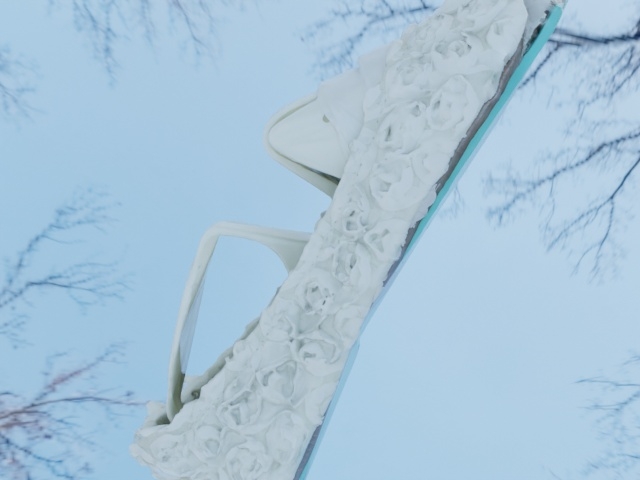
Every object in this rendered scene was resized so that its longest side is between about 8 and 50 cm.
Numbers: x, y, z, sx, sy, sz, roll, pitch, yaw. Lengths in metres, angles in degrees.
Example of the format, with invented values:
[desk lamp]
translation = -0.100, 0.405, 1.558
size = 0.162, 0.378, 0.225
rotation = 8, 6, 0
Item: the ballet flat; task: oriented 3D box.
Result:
[ballet flat]
translation = 0.000, 0.000, 0.790
size = 0.147, 0.147, 0.409
rotation = 30, -77, 10
